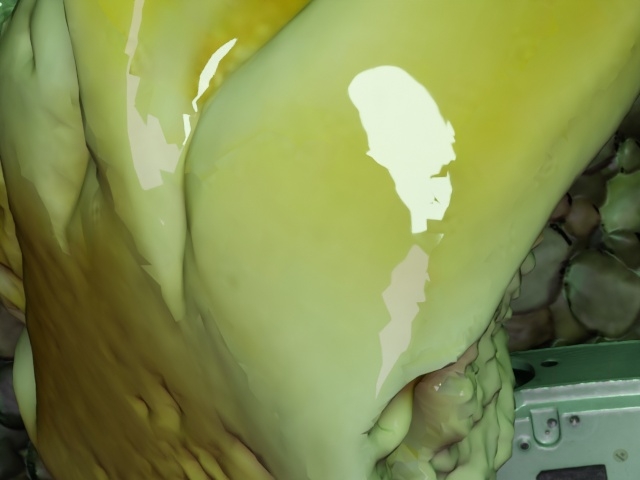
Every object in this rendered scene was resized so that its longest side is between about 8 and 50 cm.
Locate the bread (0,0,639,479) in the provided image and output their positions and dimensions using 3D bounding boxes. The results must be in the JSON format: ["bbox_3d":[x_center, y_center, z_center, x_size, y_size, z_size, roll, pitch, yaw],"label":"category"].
[{"bbox_3d":[-0.021,0.011,0.668,0.245,0.329,0.424,16,152,-4],"label":"bread"}]

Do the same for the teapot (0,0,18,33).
[{"bbox_3d":[-0.177,-0.091,0.760,0.107,0.200,0.077,10,113,-19],"label":"teapot"}]

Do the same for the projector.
[{"bbox_3d":[0.129,0.118,0.858,0.147,0.061,0.115,-7,107,11],"label":"projector"}]
